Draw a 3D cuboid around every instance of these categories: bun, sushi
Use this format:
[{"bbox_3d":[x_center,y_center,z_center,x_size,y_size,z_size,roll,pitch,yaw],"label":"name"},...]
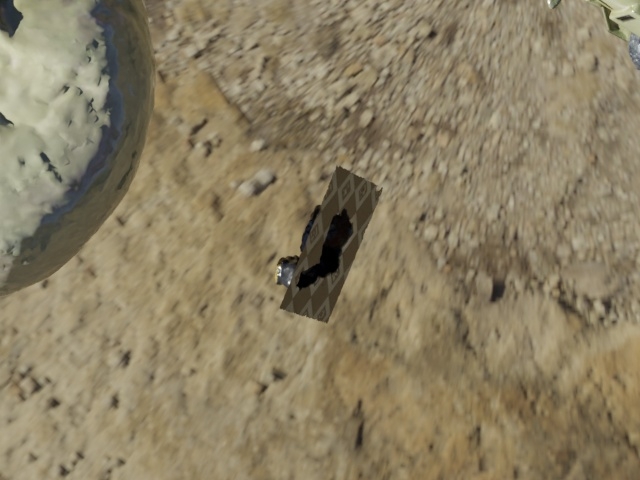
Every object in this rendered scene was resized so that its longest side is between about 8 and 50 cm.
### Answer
[{"bbox_3d":[-0.295,-0.135,1.194,0.361,0.213,0.361,-5,81,37],"label":"bun"},{"bbox_3d":[0.000,0.000,1.308,0.026,0.120,0.126,22,89,22],"label":"sushi"}]

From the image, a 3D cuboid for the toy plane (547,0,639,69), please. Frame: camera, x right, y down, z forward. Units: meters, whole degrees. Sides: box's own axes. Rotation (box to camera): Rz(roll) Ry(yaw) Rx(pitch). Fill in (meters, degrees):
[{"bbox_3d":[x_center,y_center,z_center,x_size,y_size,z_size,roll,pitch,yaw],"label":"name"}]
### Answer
[{"bbox_3d":[0.256,-0.185,1.214,0.244,0.229,0.092,19,82,-22],"label":"toy plane"}]
